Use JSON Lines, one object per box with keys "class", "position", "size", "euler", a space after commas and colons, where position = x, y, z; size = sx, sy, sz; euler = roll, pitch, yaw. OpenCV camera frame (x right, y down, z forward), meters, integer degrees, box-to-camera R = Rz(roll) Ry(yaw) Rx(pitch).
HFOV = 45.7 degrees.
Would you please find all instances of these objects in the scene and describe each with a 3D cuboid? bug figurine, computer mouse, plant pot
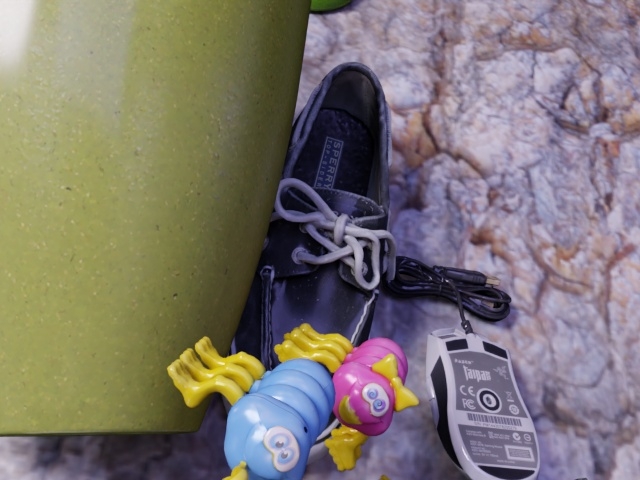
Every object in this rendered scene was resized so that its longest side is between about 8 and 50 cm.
{"class": "bug figurine", "position": [0.038, 0.149, 0.393], "size": [0.279, 0.072, 0.216], "euler": [62, 18, -8]}
{"class": "computer mouse", "position": [0.104, 0.098, 0.554], "size": [0.106, 0.042, 0.193], "euler": [12, 46, -17]}
{"class": "plant pot", "position": [-0.140, -0.034, 0.455], "size": [0.274, 0.275, 0.294], "euler": [4, 75, -16]}

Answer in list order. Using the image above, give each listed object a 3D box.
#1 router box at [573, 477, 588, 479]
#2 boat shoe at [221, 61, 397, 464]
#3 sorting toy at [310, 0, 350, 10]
{"class": "router box", "position": [-0.077, 0.189, 0.146], "size": [0.308, 0.243, 0.081], "euler": [-20, 69, -43]}
{"class": "boat shoe", "position": [0.004, 0.001, 0.548], "size": [0.113, 0.105, 0.306], "euler": [19, 57, -6]}
{"class": "sorting toy", "position": [0.017, -0.312, 0.725], "size": [0.365, 0.126, 0.127], "euler": [-21, 69, -28]}
